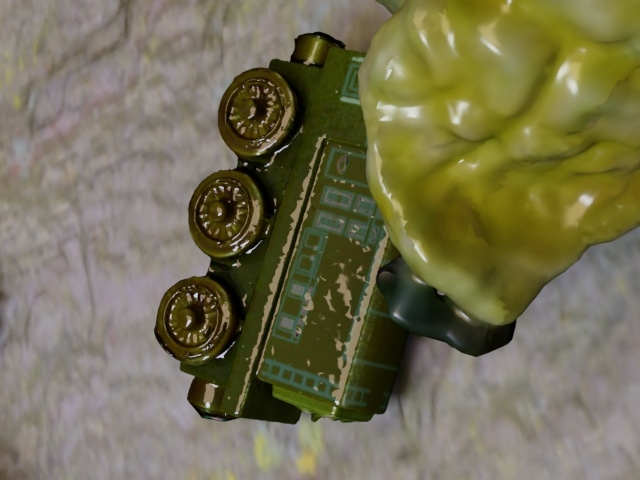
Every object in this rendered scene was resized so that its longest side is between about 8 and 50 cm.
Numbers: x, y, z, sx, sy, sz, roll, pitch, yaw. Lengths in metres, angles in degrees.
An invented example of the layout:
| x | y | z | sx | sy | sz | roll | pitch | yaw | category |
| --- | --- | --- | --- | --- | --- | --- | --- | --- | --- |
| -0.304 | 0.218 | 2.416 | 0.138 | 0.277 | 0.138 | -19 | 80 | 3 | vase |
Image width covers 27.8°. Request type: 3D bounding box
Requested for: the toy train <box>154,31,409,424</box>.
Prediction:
| x | y | z | sx | sy | sz | roll | pitch | yaw | category |
| --- | --- | --- | --- | --- | --- | --- | --- | --- | --- |
| 0.000 | 0.000 | 0.711 | 0.137 | 0.090 | 0.225 | 15 | 88 | 28 | toy train |

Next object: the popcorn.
| x | y | z | sx | sy | sz | roll | pitch | yaw | category |
| --- | --- | --- | --- | --- | --- | --- | --- | --- | --- |
| 0.116 | -0.147 | 0.568 | 0.293 | 0.293 | 0.237 | 57 | 152 | 26 | popcorn |
